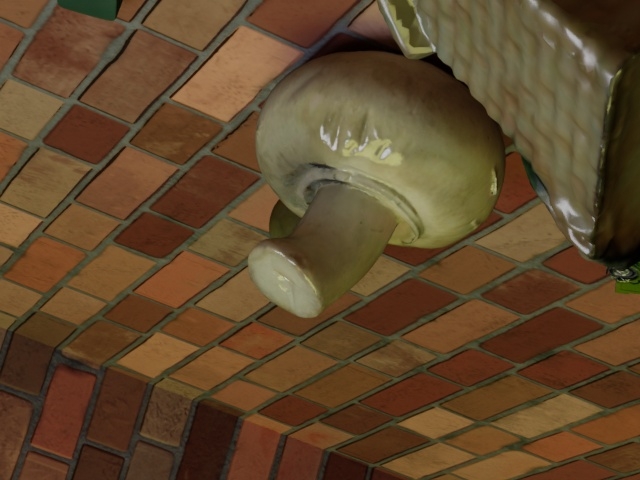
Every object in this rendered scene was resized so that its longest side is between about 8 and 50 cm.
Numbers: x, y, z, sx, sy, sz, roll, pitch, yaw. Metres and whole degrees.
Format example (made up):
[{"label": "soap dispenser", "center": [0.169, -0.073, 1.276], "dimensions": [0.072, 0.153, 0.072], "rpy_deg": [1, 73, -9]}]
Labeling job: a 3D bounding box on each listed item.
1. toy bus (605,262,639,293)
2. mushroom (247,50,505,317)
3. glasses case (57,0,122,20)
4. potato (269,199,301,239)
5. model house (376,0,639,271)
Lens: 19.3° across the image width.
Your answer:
[{"label": "toy bus", "center": [0.442, -0.025, 2.400], "dimensions": [0.139, 0.113, 0.302], "rpy_deg": [7, 155, 9]}, {"label": "mushroom", "center": [0.043, -0.100, 2.308], "dimensions": [0.356, 0.315, 0.315], "rpy_deg": [-14, 168, -23]}, {"label": "glasses case", "center": [-0.273, -0.327, 2.240], "dimensions": [0.077, 0.039, 0.184], "rpy_deg": [16, 157, -1]}, {"label": "potato", "center": [0.000, 0.000, 2.688], "dimensions": [0.157, 0.157, 0.194], "rpy_deg": [17, 159, -3]}, {"label": "model house", "center": [0.266, -0.277, 1.517], "dimensions": [0.400, 0.445, 0.395], "rpy_deg": [49, 166, 24]}]
